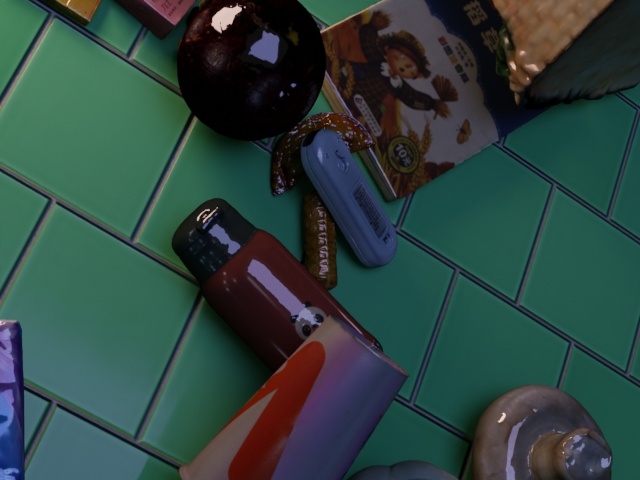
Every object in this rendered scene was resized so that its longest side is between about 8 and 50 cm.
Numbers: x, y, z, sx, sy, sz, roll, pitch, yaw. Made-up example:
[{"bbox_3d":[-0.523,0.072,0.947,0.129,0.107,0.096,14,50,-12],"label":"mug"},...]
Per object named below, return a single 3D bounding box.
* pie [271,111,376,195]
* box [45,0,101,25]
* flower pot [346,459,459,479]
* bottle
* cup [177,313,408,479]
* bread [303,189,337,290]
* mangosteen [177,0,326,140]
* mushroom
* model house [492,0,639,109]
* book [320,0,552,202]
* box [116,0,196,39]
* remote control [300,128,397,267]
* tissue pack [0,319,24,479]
[{"bbox_3d":[-0.011,-0.146,1.916,0.191,0.033,0.088,-30,80,-21],"label":"pie"},{"bbox_3d":[-0.385,-0.385,1.794,0.156,0.022,0.089,32,63,-18],"label":"box"},{"bbox_3d":[0.116,0.421,1.713,0.195,0.246,0.246,-41,97,-39],"label":"flower pot"},{"bbox_3d":[-0.067,0.084,1.763,0.336,0.144,0.144,48,58,-8],"label":"bottle"},{"bbox_3d":[-0.024,0.249,1.638,0.203,0.203,0.288,38,91,-15],"label":"cup"},{"bbox_3d":[0.000,0.000,1.884,0.052,0.044,0.157,11,69,-41],"label":"bread"},{"bbox_3d":[-0.116,-0.271,1.816,0.228,0.228,0.265,-19,50,-33],"label":"mangosteen"},{"bbox_3d":[0.354,0.336,1.880,0.243,0.243,0.244,9,71,-27],"label":"mushroom"},{"bbox_3d":[0.431,-0.487,2.082,0.445,0.395,0.400,-17,71,-41],"label":"model house"},{"bbox_3d":[0.193,-0.278,2.082,0.428,0.039,0.300,-32,92,-32],"label":"book"},{"bbox_3d":[-0.230,-0.390,1.864,0.111,0.060,0.156,39,59,-13],"label":"box"},{"bbox_3d":[0.047,-0.063,1.891,0.244,0.047,0.087,58,45,-24],"label":"remote control"},{"bbox_3d":[-0.440,0.237,1.470,0.146,0.198,0.264,3,74,-30],"label":"tissue pack"}]
